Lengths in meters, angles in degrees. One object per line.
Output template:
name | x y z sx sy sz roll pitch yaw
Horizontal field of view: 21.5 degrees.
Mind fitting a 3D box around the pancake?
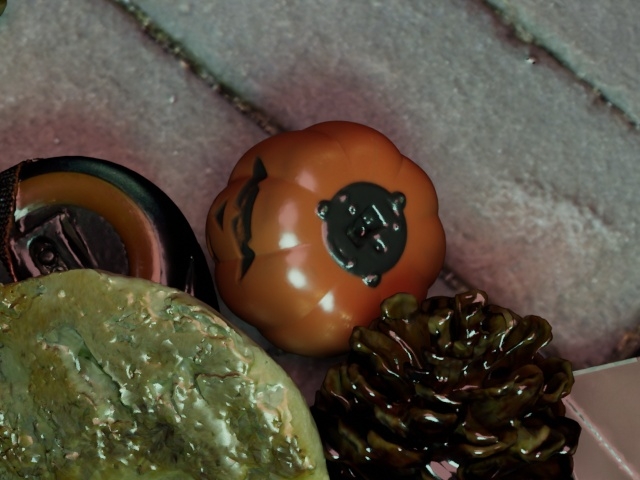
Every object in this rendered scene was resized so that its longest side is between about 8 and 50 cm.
pancake | -0.153 0.177 1.214 0.356 0.065 0.356 6 111 18

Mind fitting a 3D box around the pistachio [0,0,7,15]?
pistachio | -0.334 -0.216 1.405 0.149 0.113 0.113 4 71 -21

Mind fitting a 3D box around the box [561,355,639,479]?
box | 0.288 0.192 1.341 0.215 0.086 0.215 -11 74 -9

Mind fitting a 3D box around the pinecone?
pinecone | 0.088 0.161 1.250 0.224 0.272 0.224 14 35 -10

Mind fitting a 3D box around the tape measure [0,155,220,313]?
tape measure | -0.188 0.041 1.311 0.202 0.135 0.223 -34 80 0

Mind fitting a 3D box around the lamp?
lamp | 0.000 0.000 1.338 0.188 0.164 0.187 2 85 -28
